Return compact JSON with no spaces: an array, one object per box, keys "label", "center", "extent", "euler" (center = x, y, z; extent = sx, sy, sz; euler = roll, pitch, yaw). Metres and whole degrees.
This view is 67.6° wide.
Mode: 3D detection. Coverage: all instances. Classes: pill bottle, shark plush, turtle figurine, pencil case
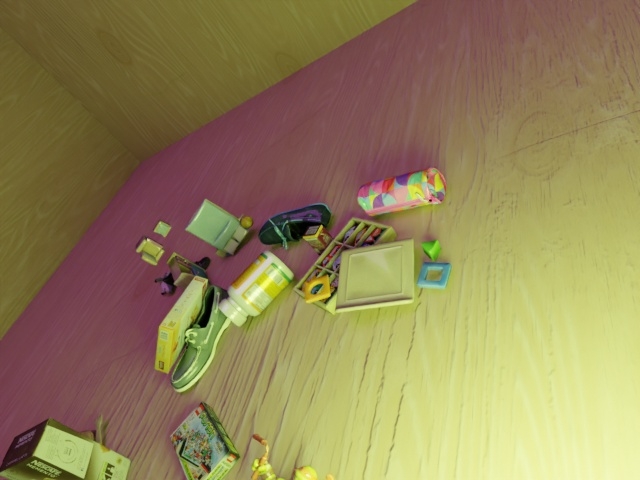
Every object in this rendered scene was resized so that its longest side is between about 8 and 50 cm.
[{"label":"pill bottle","center":[-0.184,0.137,1.339],"extent":[0.208,0.117,0.117],"euler":[-47,31,-10]},{"label":"shark plush","center":[-0.566,0.153,1.841],"extent":[0.067,0.073,0.161],"euler":[-5,21,18]},{"label":"turtle figurine","center":[-0.068,0.468,0.816],"extent":[0.270,0.087,0.217],"euler":[16,69,45]},{"label":"pencil case","center":[0.211,-0.124,1.252],"extent":[0.236,0.104,0.104],"euler":[-10,43,43]}]

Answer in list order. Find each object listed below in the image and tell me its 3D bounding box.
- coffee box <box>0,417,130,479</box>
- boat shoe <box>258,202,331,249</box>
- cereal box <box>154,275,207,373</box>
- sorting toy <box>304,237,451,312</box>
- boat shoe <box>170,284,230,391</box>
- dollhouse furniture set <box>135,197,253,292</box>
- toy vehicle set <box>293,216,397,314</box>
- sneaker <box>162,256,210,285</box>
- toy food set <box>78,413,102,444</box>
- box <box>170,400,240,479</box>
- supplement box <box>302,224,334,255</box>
[{"label":"coffee box","center":[-0.615,0.551,1.165],"extent":[0.141,0.246,0.098],"euler":[-30,33,18]},{"label":"boat shoe","center":[-0.091,-0.041,1.476],"extent":[0.258,0.109,0.089],"euler":[-26,37,28]},{"label":"cereal box","center":[-0.397,0.237,1.378],"extent":[0.240,0.047,0.173],"euler":[-69,-4,-57]},{"label":"sorting toy","center":[0.128,0.085,1.098],"extent":[0.348,0.047,0.196],"euler":[-11,43,22]},{"label":"boat shoe","center":[-0.349,0.271,1.370],"extent":[0.116,0.099,0.319],"euler":[-6,46,42]},{"label":"dollhouse furniture set","center":[-0.398,-0.005,1.593],"extent":[0.303,0.286,0.198],"euler":[-54,31,1]},{"label":"toy vehicle set","center":[0.061,0.058,1.245],"extent":[0.267,0.035,0.166],"euler":[-50,32,-15]},{"label":"sneaker","center":[-0.486,0.107,1.742],"extent":[0.170,0.089,0.051],"euler":[-51,32,-16]},{"label":"toy food set","center":[-0.706,0.616,1.399],"extent":[0.192,0.038,0.132],"euler":[-36,38,-2]},{"label":"box","center":[-0.267,0.468,1.087],"extent":[0.114,0.036,0.207],"euler":[-48,31,-12]},{"label":"supplement box","center":[0.000,0.000,1.340],"extent":[0.055,0.083,0.043],"euler":[-6,45,44]}]
